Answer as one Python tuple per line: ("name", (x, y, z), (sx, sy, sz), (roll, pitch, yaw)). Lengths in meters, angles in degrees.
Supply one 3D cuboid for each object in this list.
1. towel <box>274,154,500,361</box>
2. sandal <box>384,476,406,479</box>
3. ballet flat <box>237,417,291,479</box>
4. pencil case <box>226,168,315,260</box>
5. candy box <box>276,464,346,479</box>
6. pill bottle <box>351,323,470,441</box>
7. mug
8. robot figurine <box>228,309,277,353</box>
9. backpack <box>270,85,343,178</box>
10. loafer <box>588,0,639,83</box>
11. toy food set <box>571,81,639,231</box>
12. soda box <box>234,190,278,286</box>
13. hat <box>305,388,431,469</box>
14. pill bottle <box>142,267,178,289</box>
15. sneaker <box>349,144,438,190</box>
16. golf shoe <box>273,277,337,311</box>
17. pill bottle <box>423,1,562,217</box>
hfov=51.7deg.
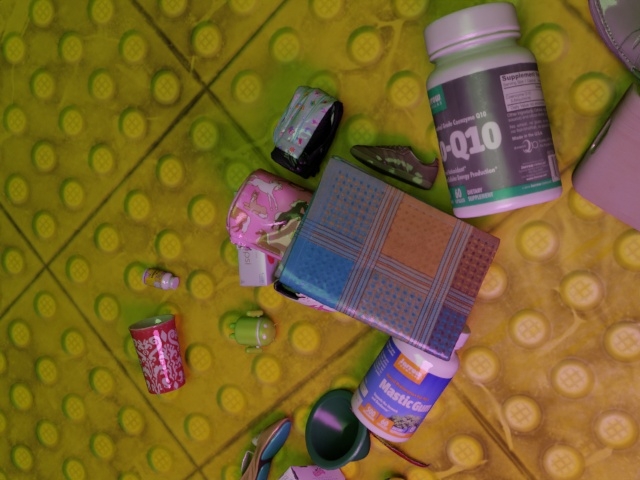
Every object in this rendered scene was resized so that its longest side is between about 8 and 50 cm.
("towel", (0.130, 0.033, 1.268), (0.370, 0.040, 0.271), (26, 81, 0))
("sandal", (0.165, 0.677, 1.449), (0.138, 0.126, 0.317), (-8, 93, 25))
("ballet flat", (-0.143, 0.504, 1.562), (0.073, 0.080, 0.232), (31, 105, 30))
("pencil case", (0.000, 0.000, 1.361), (0.386, 0.160, 0.167), (24, 116, 1))
("candy box", (0.011, 0.588, 1.430), (0.070, 0.165, 0.196), (-50, 50, 19))
("pill bottle", (0.191, 0.267, 1.367), (0.152, 0.152, 0.272), (34, 108, 13))
("mug", (-0.395, 0.276, 1.623), (0.113, 0.150, 0.169), (-14, 98, -15))
("robot figurine", (-0.153, 0.210, 1.530), (0.115, 0.067, 0.101), (0, 85, 20))
("backpack", (-0.028, -0.231, 1.390), (0.115, 0.152, 0.182), (28, 94, 5))
("loafer", (0.591, -0.337, 1.164), (0.112, 0.111, 0.319), (-40, 83, 20))
("toy food set", (0.630, -0.116, 1.170), (0.306, 0.092, 0.219), (34, 138, 14))
("soda box", (-0.143, -0.007, 1.495), (0.069, 0.074, 0.216), (0, 96, 19))
("hat", (0.092, 0.458, 1.497), (0.173, 0.183, 0.208), (-46, 39, 12))
("pill bottle", (-0.390, 0.095, 1.614), (0.083, 0.043, 0.043), (12, 101, 18))
("sneaker", (0.156, -0.170, 1.381), (0.188, 0.066, 0.071), (25, 88, 10))
("golf shoe", (-0.016, 0.121, 1.460), (0.186, 0.086, 0.067), (12, 100, 17))
("pill bottle", (0.313, -0.236, 1.231), (0.204, 0.204, 0.361), (-12, 92, 21))
